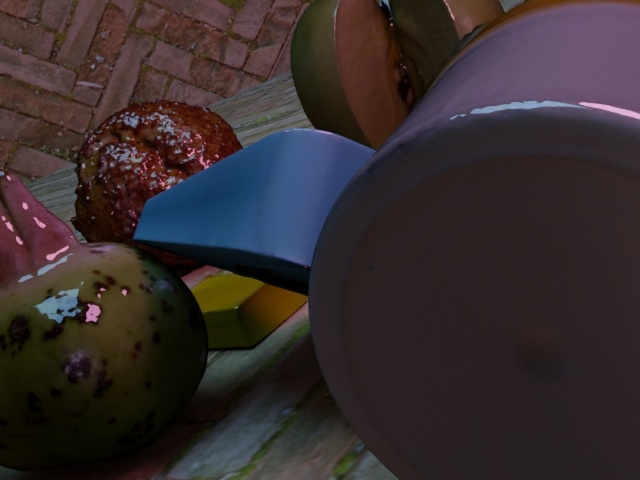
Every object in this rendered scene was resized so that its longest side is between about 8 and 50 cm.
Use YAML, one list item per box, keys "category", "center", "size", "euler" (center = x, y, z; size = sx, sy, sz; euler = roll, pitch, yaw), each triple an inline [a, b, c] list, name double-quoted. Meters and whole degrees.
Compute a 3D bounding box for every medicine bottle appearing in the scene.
- category: "medicine bottle"
  center: [0.140, 0.004, 0.525]
  size: [0.238, 0.237, 0.232]
  euler: [-13, 20, 30]

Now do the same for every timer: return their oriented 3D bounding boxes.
- category: "timer"
  center: [0.000, 0.000, 0.767]
  size: [0.232, 0.091, 0.250]
  euler: [19, -11, -32]

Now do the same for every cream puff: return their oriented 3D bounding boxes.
- category: "cream puff"
  center: [-0.207, -0.075, 1.261]
  size: [0.240, 0.240, 0.164]
  euler: [-21, -14, 7]

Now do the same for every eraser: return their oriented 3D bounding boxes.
- category: "eraser"
  center: [-0.088, 0.066, 0.976]
  size: [0.122, 0.045, 0.097]
  euler: [-8, 22, 42]

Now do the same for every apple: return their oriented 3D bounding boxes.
- category: "apple"
  center: [0.109, -0.224, 1.281]
  size: [0.292, 0.254, 0.292]
  euler: [-18, 15, 5]

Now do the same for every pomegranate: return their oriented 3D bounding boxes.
- category: "pomegranate"
  center: [-0.213, 0.061, 0.788]
  size: [0.214, 0.247, 0.214]
  euler: [-22, 15, 6]

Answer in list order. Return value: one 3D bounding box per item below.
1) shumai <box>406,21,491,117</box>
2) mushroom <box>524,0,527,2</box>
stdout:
- category: "shumai"
  center: [0.163, -0.058, 0.937]
  size: [0.222, 0.204, 0.272]
  euler: [-58, 0, -16]
- category: "mushroom"
  center: [0.366, -0.309, 1.152]
  size: [0.224, 0.313, 0.397]
  euler: [-4, 29, 45]
